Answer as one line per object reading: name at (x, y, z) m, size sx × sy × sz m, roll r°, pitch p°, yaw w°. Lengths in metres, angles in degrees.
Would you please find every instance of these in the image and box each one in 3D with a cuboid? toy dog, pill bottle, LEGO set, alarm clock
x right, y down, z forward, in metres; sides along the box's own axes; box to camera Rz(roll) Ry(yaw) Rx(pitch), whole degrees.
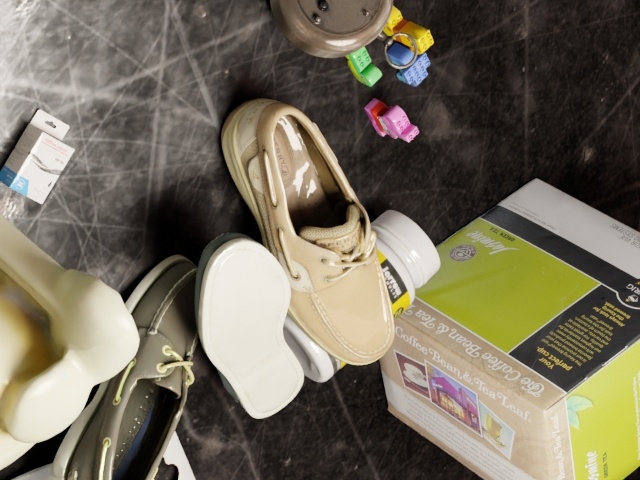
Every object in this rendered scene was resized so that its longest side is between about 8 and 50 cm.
toy dog at (-0.425, 0.159, 1.462) m, size 0.408 × 0.284 × 0.395 m, roll -41°, pitch 174°, yaw -30°
pill bottle at (0.039, 0.064, 1.990) m, size 0.208 × 0.119 × 0.119 m, roll -41°, pitch 135°, yaw -18°
LEGO set at (0.085, -0.212, 1.893) m, size 0.087 × 0.093 × 0.227 m, roll -45°, pitch 136°, yaw -14°
alarm clock at (0.029, -0.254, 1.779) m, size 0.192 × 0.064 × 0.129 m, roll 37°, pitch 80°, yaw -13°

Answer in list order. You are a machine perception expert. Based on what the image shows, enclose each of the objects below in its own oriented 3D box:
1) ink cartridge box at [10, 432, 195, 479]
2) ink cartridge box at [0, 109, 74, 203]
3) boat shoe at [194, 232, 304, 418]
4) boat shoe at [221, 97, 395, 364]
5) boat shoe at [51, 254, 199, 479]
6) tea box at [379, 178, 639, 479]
ink cartridge box at (-0.298, 0.377, 1.909) m, size 0.385 × 0.091 × 0.308 m, roll -50°, pitch 139°, yaw -34°
ink cartridge box at (-0.285, -0.085, 1.668) m, size 0.048 × 0.028 × 0.083 m, roll 30°, pitch 91°, yaw -48°
boat shoe at (-0.097, 0.085, 1.847) m, size 0.116 × 0.099 × 0.319 m, roll -34°, pitch 146°, yaw -14°
boat shoe at (0.000, 0.000, 1.840) m, size 0.121 × 0.110 × 0.341 m, roll -37°, pitch 111°, yaw -21°
boat shoe at (-0.190, 0.162, 1.818) m, size 0.109 × 0.091 × 0.305 m, roll 40°, pitch 70°, yaw -47°
tea box at (0.291, 0.136, 2.110) m, size 0.323 × 0.329 × 0.220 m, roll -32°, pitch 132°, yaw -24°
